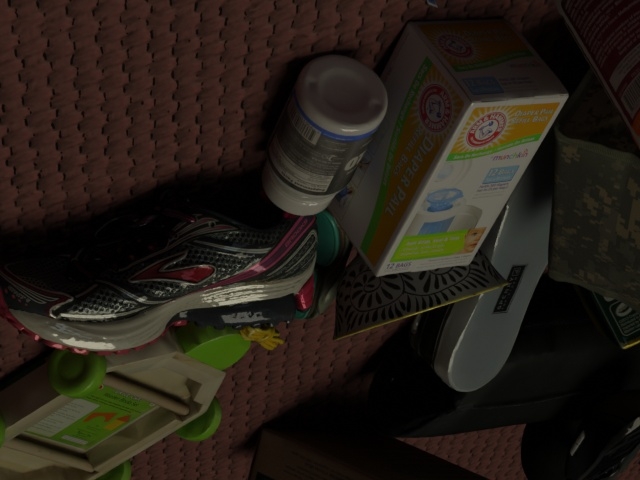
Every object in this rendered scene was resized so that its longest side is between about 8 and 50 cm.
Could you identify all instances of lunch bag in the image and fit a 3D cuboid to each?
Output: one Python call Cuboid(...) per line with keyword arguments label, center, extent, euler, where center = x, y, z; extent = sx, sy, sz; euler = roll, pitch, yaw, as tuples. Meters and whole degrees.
Cuboid(label="lunch bag", center=(0.328, -0.108, 1.756), extent=(0.287, 0.169, 0.235), euler=(-55, 159, -26))

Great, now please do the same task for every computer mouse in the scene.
Cuboid(label="computer mouse", center=(0.296, 0.247, 2.273), extent=(0.184, 0.060, 0.262), euler=(-25, 161, -21))

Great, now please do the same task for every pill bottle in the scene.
Cuboid(label="pill bottle", center=(0.255, -0.175, 1.513), extent=(0.121, 0.221, 0.121), euler=(-21, 155, -10))
Cuboid(label="pill bottle", center=(0.000, -0.084, 1.620), extent=(0.078, 0.078, 0.137), euler=(-13, 153, -27))

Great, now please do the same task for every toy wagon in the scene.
Cuboid(label="toy wagon", center=(-0.195, 0.154, 1.916), extent=(0.344, 0.068, 0.267), euler=(-33, 155, 12))

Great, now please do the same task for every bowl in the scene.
Cuboid(label="bowl", center=(0.080, 0.029, 1.788), extent=(0.170, 0.080, 0.170), euler=(-17, 177, -1))

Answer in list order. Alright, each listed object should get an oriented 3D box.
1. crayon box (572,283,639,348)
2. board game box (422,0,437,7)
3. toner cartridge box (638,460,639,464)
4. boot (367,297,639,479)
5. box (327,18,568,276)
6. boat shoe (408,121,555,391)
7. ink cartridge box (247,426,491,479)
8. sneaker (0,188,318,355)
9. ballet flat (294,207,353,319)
Cuboid(label="crayon box", center=(0.435, -0.022, 2.011), extent=(0.363, 0.106, 0.313), euler=(-28, 180, 4))
Cuboid(label="board game box", center=(0.085, -0.224, 1.480), extent=(0.133, 0.033, 0.169), euler=(-39, 153, 27))
Cuboid(label="toner cartridge box", center=(0.501, 0.120, 2.308), extent=(0.165, 0.075, 0.347), euler=(0, 112, -46))
Cuboid(label="boot", center=(0.232, 0.198, 2.315), extent=(0.445, 0.146, 0.367), euler=(-5, 139, -46))
Cuboid(label="box", center=(0.102, -0.080, 1.659), extent=(0.114, 0.103, 0.203), euler=(-6, 138, -37))
Cuboid(label="boat shoe", center=(0.170, -0.006, 1.903), extent=(0.113, 0.105, 0.306), euler=(-4, 123, -39))
Cuboid(label="ink cartridge box", center=(0.061, 0.288, 2.272), extent=(0.235, 0.193, 0.088), euler=(8, 99, -51))
Cuboid(label="sneaker", center=(-0.143, 0.015, 1.663), extent=(0.299, 0.121, 0.112), euler=(-11, 122, -29))
Cuboid(label="ballet flat", center=(0.000, 0.000, 1.823), extent=(0.068, 0.072, 0.213), euler=(-45, 166, -28))
